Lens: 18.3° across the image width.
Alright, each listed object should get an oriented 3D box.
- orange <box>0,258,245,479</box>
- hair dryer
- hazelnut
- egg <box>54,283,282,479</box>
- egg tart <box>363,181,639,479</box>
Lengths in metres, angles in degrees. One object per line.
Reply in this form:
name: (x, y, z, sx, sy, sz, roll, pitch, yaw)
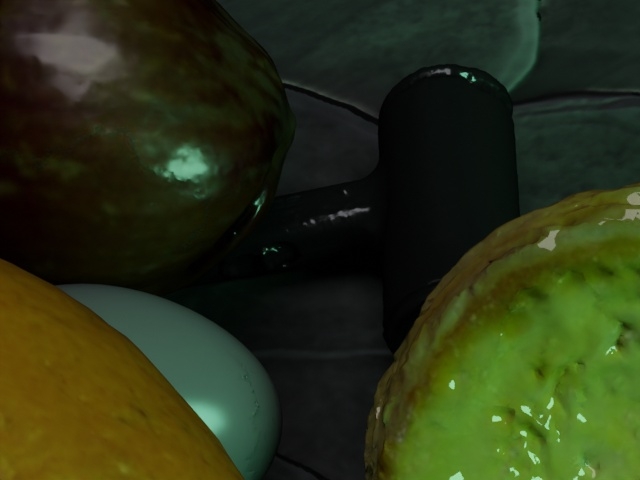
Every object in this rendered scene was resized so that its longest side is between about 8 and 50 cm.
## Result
orange: (-0.211, 0.192, 0.807, 0.424, 0.326, 0.424, 26, 36, -20)
hair dryer: (0.000, 0.000, 1.209, 0.251, 0.089, 0.197, -9, 45, 8)
hazelnut: (-0.121, -0.077, 1.133, 0.218, 0.218, 0.234, -3, 39, 1)
egg: (-0.120, 0.096, 1.054, 0.199, 0.146, 0.146, 0, 44, 10)
egg tart: (0.172, 0.122, 0.962, 0.315, 0.315, 0.120, 14, 3, 19)
